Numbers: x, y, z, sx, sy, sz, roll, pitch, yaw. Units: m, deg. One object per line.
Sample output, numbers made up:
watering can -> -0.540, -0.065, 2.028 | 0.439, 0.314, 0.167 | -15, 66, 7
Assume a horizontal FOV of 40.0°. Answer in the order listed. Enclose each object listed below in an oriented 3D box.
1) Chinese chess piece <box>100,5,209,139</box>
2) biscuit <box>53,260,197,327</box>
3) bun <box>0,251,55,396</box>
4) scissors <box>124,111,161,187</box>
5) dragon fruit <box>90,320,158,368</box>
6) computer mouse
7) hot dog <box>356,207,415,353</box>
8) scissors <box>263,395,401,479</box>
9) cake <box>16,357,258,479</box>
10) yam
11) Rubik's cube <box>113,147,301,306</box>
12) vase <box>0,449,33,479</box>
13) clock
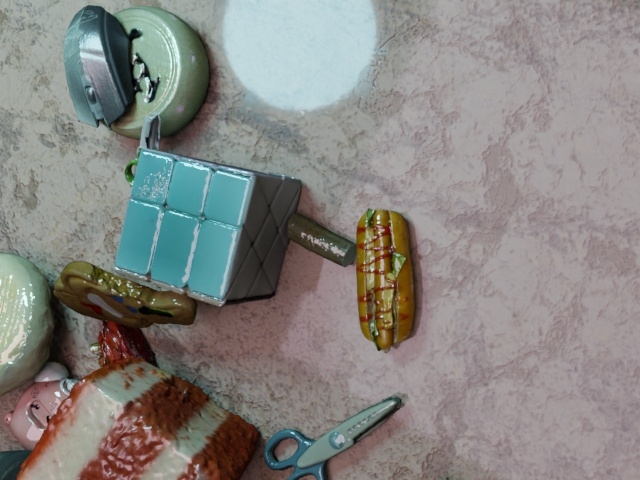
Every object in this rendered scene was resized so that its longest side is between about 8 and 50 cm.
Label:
Chinese chess piece -> -0.334, -0.315, 1.663 | 0.250, 0.101, 0.250 | 0, 90, 21
biscuit -> -0.358, 0.107, 1.580 | 0.320, 0.183, 0.047 | 9, 61, 21
bun -> -0.630, 0.166, 1.745 | 0.287, 0.146, 0.287 | -6, 75, 23
scissors -> -0.320, -0.159, 1.638 | 0.101, 0.027, 0.204 | 35, 138, 16
dragon fruit -> -0.395, 0.214, 1.700 | 0.106, 0.083, 0.162 | -32, 82, 20
computer mouse -> -0.414, -0.314, 1.600 | 0.126, 0.071, 0.231 | -5, 90, 23
hot dog -> 0.109, 0.070, 1.514 | 0.104, 0.076, 0.250 | 0, 88, 19
scissors -> 0.026, 0.356, 1.562 | 0.289, 0.041, 0.138 | -36, 71, 18
cake -> -0.313, 0.388, 1.550 | 0.319, 0.270, 0.269 | 37, 101, 4
yam -> 0.000, 0.000, 1.566 | 0.132, 0.054, 0.054 | 27, 99, 17
Rubik's cube -> -0.194, -0.026, 1.546 | 0.225, 0.221, 0.231 | 16, 96, 20
vase -> -0.655, 0.487, 1.719 | 0.321, 0.173, 0.173 | -6, 88, 41
clock -> -0.531, 0.339, 1.743 | 0.166, 0.093, 0.162 | 43, 101, 16
